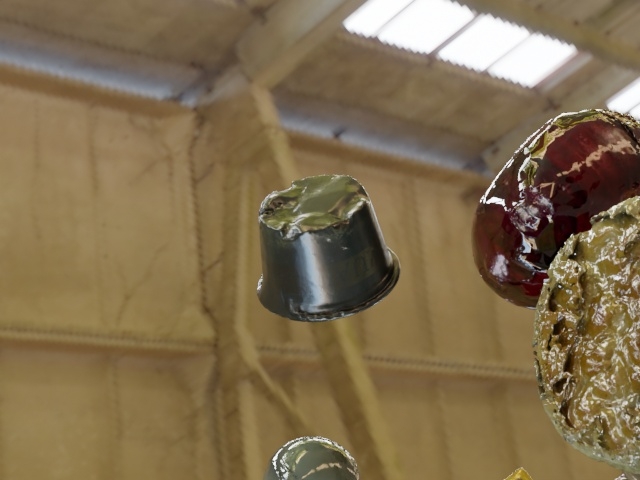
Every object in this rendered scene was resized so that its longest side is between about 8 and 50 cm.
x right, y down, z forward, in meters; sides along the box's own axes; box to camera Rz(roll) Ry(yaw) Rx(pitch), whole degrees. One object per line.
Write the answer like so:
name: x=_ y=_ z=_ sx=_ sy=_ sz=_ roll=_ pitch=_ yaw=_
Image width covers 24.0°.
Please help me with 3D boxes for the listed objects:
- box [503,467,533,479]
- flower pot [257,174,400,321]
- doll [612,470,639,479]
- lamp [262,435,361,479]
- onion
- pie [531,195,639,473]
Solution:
box: x=0.249 y=0.436 z=1.739 sx=0.301 sy=0.193 sz=0.084 roll=52 pitch=178 yaw=41
flower pot: x=0.000 y=0.000 z=1.599 sx=0.157 sy=0.158 sz=0.106 roll=-61 pitch=-35 yaw=-54
doll: x=0.399 y=0.205 z=1.476 sx=0.196 sy=0.256 sz=0.152 roll=-5 pitch=-126 yaw=-30
lamp: x=-0.009 y=0.251 z=1.523 sx=0.105 sy=0.105 sz=0.105 roll=32 pitch=-141 yaw=-30
onion: x=0.294 y=-0.023 z=1.693 sx=0.219 sy=0.252 sz=0.252 roll=42 pitch=-155 yaw=30
pie: x=0.312 y=0.084 z=1.389 sx=0.055 sy=0.274 sz=0.274 roll=22 pitch=-136 yaw=-50
